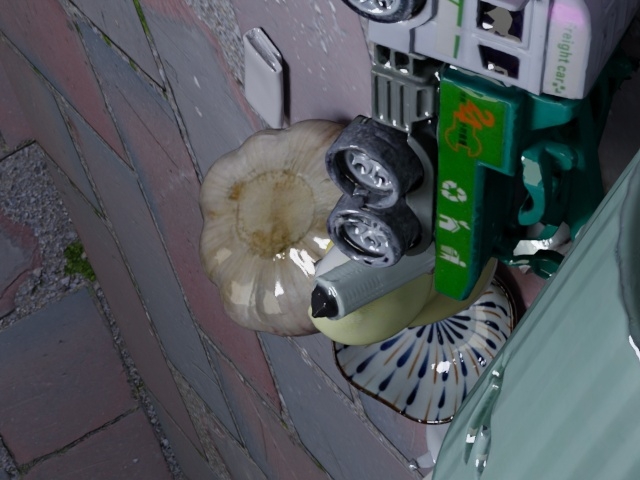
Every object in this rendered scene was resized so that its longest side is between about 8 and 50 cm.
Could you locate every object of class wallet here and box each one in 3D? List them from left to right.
[{"bbox_3d":[-0.057,-0.166,1.904,0.061,0.025,0.122,55,165,21],"label":"wallet"}]

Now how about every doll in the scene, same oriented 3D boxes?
[{"bbox_3d":[0.058,0.014,1.461,0.117,0.141,0.296,53,-160,11],"label":"doll"}]

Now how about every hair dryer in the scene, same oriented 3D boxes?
[{"bbox_3d":[0.081,-0.010,1.339,0.131,0.236,0.073,57,157,9],"label":"hair dryer"}]

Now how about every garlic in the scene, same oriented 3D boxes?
[{"bbox_3d":[0.000,0.000,1.800,0.218,0.218,0.212,52,-167,24],"label":"garlic"}]

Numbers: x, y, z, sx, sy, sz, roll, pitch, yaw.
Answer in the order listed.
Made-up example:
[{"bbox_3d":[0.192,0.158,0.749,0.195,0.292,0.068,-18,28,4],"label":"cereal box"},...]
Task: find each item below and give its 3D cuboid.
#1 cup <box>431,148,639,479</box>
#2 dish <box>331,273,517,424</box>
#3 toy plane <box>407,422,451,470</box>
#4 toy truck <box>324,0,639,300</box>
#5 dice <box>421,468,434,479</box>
[{"bbox_3d":[0.234,0.147,0.944,0.392,0.310,0.400,101,169,-63],"label":"cup"},{"bbox_3d":[0.100,0.070,1.670,0.190,0.191,0.066,62,-151,-12],"label":"dish"},{"bbox_3d":[0.175,0.288,1.885,0.255,0.101,0.251,56,153,13],"label":"toy plane"},{"bbox_3d":[0.113,-0.102,1.164,0.178,0.176,0.363,20,146,20],"label":"toy truck"},{"bbox_3d":[0.199,0.317,1.379,0.277,0.304,0.304,52,173,-20],"label":"dice"}]
